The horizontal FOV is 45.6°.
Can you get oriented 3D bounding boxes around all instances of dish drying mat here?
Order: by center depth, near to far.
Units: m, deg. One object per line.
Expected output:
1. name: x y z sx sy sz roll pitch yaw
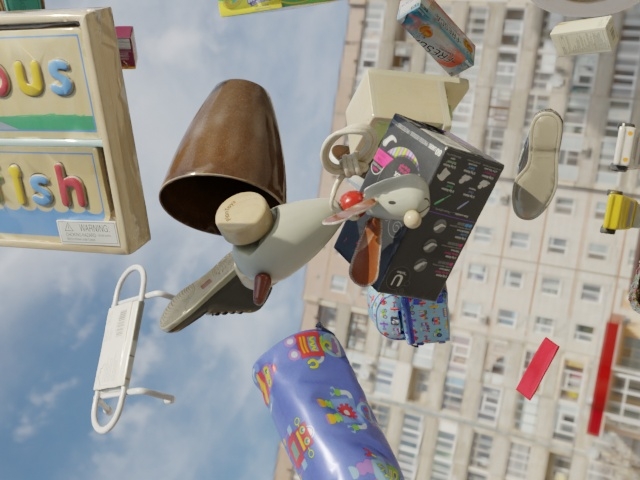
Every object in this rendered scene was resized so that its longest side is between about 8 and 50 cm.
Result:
1. dish drying mat: 0.292 0.172 1.022 0.008 0.032 0.083 20 -80 -29

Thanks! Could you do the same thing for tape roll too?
1. tape roll: 0.621 -0.628 1.755 0.286 0.286 0.100 35 -120 -64

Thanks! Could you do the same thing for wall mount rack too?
1. wall mount rack: -0.403 0.240 1.602 0.130 0.304 0.350 25 -119 -38

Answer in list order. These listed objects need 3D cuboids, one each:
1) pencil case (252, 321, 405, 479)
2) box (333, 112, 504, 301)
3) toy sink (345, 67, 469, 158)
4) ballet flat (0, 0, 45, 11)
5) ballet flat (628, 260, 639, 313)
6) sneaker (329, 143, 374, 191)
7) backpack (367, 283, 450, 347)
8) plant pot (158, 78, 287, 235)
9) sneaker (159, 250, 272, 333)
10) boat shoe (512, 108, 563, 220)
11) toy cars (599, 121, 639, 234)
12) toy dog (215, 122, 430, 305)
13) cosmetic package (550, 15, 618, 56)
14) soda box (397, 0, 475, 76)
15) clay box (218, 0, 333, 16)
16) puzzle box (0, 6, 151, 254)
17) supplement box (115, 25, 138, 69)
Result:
1. pencil case: 0.025 0.245 0.917 0.133 0.306 0.119 6 -53 -36
2. box: 0.163 -0.054 1.312 0.143 0.165 0.270 11 -69 -34
3. toy sink: 0.189 -0.252 1.597 0.153 0.234 0.131 123 146 -59
4. ballet flat: -0.584 -0.363 1.519 0.116 0.124 0.342 -13 -83 -25
5. ballet flat: 0.757 0.060 1.709 0.077 0.091 0.241 -38 -43 -70
6. sneaker: 0.124 -0.120 1.886 0.123 0.290 0.106 -49 10 42
7. backpack: 0.189 0.151 1.651 0.117 0.173 0.158 -86 -8 -60
8. plant pot: -0.150 -0.155 1.317 0.215 0.215 0.230 58 -146 -57
9. sneaker: -0.198 0.128 1.486 0.222 0.083 0.118 -39 -58 -4
10. boat shoe: 0.391 -0.137 1.364 0.065 0.075 0.206 -56 -26 -60
11. toy cars: 0.686 -0.128 1.695 0.394 0.087 0.176 73 -146 -51
12. toy dog: 0.000 0.000 1.134 0.220 0.333 0.161 40 -151 -43
13. cosmetic package: 0.523 -0.403 1.511 0.041 0.115 0.060 -55 -49 -28
14. soda box: 0.233 -0.411 1.515 0.183 0.058 0.063 36 -131 -31
15. clay box: -0.063 -0.390 1.205 0.222 0.127 0.053 -29 -64 -48
16. puzzle box: -0.405 -0.126 0.891 0.052 0.409 0.272 -50 -41 -61
17. supplement box: -0.449 -0.444 1.755 0.055 0.043 0.083 -95 5 -45
